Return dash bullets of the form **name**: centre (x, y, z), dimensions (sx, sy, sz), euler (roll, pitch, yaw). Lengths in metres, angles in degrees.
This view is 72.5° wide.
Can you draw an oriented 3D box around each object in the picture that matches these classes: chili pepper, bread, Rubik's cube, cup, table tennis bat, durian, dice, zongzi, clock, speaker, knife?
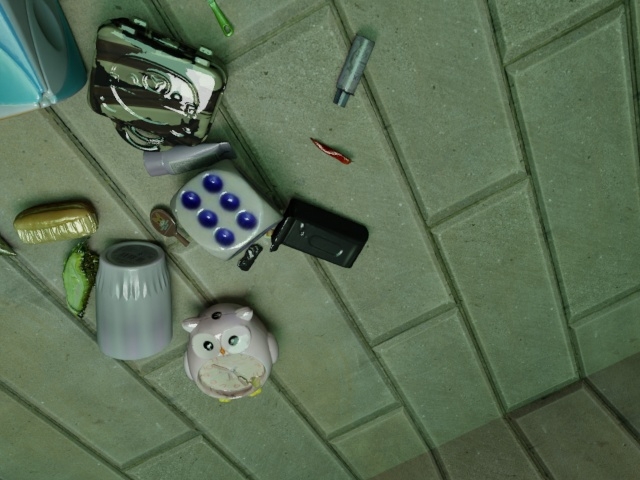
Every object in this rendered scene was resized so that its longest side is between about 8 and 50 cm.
- **chili pepper**: centre (0.038, -0.302, 1.496), dimensions (0.178, 0.045, 0.027), euler (27, 101, -17)
- **bread**: centre (-0.844, -0.064, 1.401), dimensions (0.237, 0.140, 0.106), euler (-9, 116, -10)
- **Rubik's cube**: centre (-0.830, -0.483, 1.056), dimensions (0.348, 0.352, 0.351), euler (-15, 118, -3)
- **cup**: centre (-0.646, 0.209, 1.525), dimensions (0.254, 0.253, 0.371), euler (4, 115, -13)
- **table tennis bat**: centre (-0.500, -0.067, 1.542), dimensions (0.170, 0.119, 0.107), euler (44, 131, -4)
- **durian**: centre (-0.824, 0.113, 1.515), dimensions (0.132, 0.106, 0.375), euler (13, 122, -12)
- **dice**: centre (-0.291, -0.094, 1.383), dimensions (0.243, 0.251, 0.259), euler (-40, 93, 2)
- **zongzi**: centre (-1.059, -0.024, 1.422), dimensions (0.131, 0.062, 0.154), euler (11, 115, -4)
- **clock**: centre (-0.353, 0.401, 1.686), dimensions (0.369, 0.250, 0.376), euler (-11, 126, -4)
- **speaker**: centre (0.000, 0.000, 1.552), dimensions (0.389, 0.184, 0.180), euler (20, 111, -27)
- **knife**: centre (-0.300, -0.666, 1.245), dimensions (0.078, 0.022, 0.166), euler (-27, 118, 12)

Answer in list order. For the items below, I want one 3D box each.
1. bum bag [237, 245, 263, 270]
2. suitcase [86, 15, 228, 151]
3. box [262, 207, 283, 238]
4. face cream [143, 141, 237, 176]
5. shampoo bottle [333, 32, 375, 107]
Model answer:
- **bum bag**: centre (-0.266, 0.066, 1.642), dimensions (0.058, 0.034, 0.124), euler (19, 114, -35)
- **suitcase**: centre (-0.472, -0.422, 1.253), dimensions (0.352, 0.194, 0.339), euler (18, 123, -19)
- **box**: centre (-0.255, -0.074, 1.569), dimensions (0.221, 0.032, 0.122), euler (8, 116, -15)
- **face cream**: centre (-0.413, -0.266, 1.389), dimensions (0.274, 0.154, 0.096), euler (-8, 80, -2)
- **shampoo bottle**: centre (0.100, -0.528, 1.371), dimensions (0.072, 0.072, 0.214), euler (16, 114, -18)
